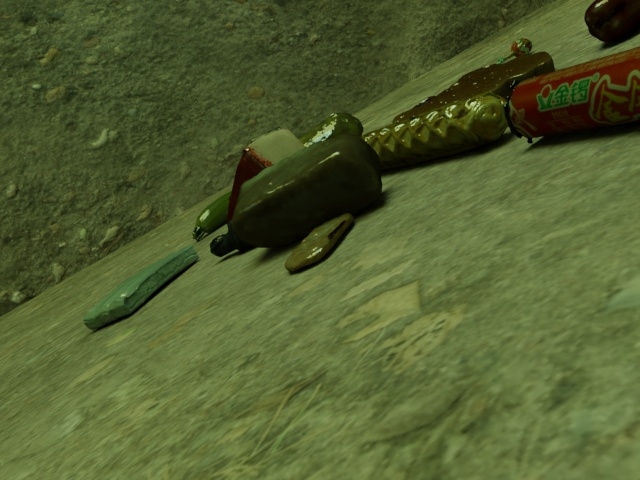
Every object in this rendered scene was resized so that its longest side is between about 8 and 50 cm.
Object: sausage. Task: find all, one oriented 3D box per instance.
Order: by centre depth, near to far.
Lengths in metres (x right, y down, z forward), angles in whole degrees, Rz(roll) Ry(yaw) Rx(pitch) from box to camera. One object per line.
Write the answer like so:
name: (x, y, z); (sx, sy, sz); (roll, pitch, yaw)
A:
sausage: (0.299, -0.152, 0.531); (0.083, 0.083, 0.264); (-33, 14, -17)

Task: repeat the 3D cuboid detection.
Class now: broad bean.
broad bean: (0.557, -0.421, 0.992); (0.165, 0.084, 0.114); (-32, 7, -39)

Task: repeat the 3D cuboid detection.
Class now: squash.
squash: (-0.264, -0.085, 1.471); (0.066, 0.066, 0.252); (-15, 19, 46)

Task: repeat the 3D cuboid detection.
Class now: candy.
candy: (-0.023, -0.071, 0.808); (0.234, 0.102, 0.104); (-27, 33, 22)
candy: (0.494, -0.490, 1.476); (0.185, 0.049, 0.055); (-34, 57, 6)

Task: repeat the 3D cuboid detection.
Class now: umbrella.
umbrella: (-0.100, -0.027, 0.940); (0.236, 0.059, 0.066); (-27, 55, 22)

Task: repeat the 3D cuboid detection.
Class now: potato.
potato: (0.004, -0.251, 1.455); (0.251, 0.113, 0.149); (-39, 22, -5)

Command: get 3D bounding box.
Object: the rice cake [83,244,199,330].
rice cake: (-0.346, 0.086, 1.052); (0.127, 0.043, 0.237); (-23, 14, 29)

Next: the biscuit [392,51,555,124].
biscuit: (0.296, -0.288, 1.070); (0.320, 0.047, 0.183); (-27, 22, -2)

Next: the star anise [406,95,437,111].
star anise: (0.215, -0.273, 1.204); (0.168, 0.057, 0.168); (-26, 14, 7)

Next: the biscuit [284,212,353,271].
biscuit: (0.000, 0.000, 0.711); (0.071, 0.018, 0.147); (-24, 15, 31)

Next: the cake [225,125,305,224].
cake: (-0.108, -0.114, 1.300); (0.158, 0.160, 0.262); (-41, -17, -41)

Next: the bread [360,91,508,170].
bread: (0.157, -0.165, 0.875); (0.084, 0.077, 0.368); (-37, 14, -24)
